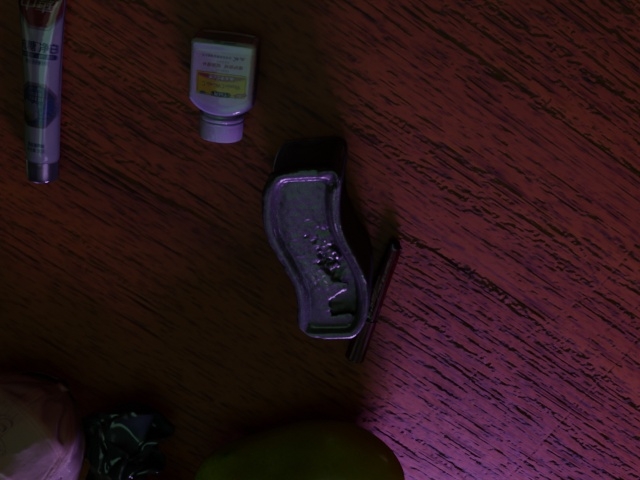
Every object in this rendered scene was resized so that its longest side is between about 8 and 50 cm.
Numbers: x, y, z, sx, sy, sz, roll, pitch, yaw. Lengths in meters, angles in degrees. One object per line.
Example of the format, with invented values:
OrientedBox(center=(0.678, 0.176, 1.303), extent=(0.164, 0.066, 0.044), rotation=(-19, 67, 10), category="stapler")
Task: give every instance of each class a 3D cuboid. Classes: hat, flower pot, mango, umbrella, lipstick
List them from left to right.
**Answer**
OrientedBox(center=(-0.420, 0.248, 1.147), extent=(0.219, 0.226, 0.164), rotation=(33, 96, 16), category="hat")
OrientedBox(center=(-0.255, 0.392, 1.234), extent=(0.143, 0.094, 0.348), rotation=(-13, 83, 36), category="umbrella")
OrientedBox(center=(-0.021, 0.332, 1.229), extent=(0.273, 0.149, 0.185), rotation=(-13, 121, 16), category="mango")
OrientedBox(center=(0.000, 0.000, 1.093), extent=(0.103, 0.108, 0.229), rotation=(-11, 113, 10), category="flower pot")
OrientedBox(center=(0.069, 0.077, 1.171), extent=(0.027, 0.027, 0.176), rotation=(16, 114, -4), category="lipstick")

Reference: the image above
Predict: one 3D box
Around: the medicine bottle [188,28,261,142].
OrientedBox(center=(-0.110, -0.174, 1.046), extent=(0.074, 0.055, 0.117), rotation=(8, 116, -1), category="medicine bottle")

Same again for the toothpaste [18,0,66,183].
OrientedBox(center=(-0.322, -0.183, 1.068), extent=(0.062, 0.039, 0.239), rotation=(11, 113, 6), category="toothpaste")
